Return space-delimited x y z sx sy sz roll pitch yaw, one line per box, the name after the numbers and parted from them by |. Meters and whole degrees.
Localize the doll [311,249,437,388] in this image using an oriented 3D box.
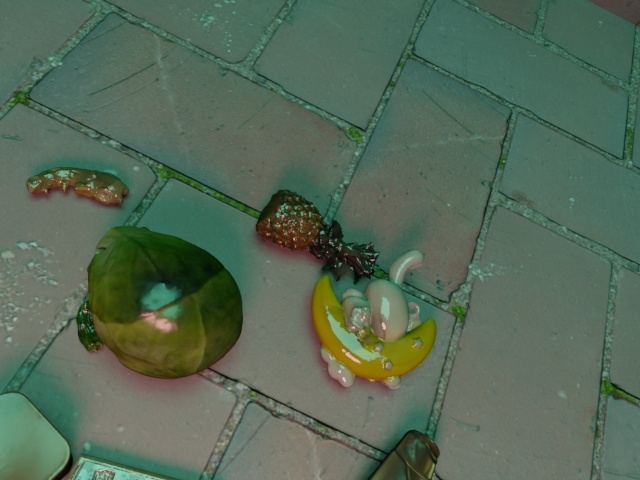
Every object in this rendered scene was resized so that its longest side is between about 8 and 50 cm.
0.103 0.148 1.041 0.237 0.111 0.252 -7 72 -9 | doll

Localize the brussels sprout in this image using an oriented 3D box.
-0.261 0.093 0.910 0.271 0.210 0.219 39 52 24 | brussels sprout

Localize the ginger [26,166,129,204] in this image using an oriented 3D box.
-0.448 -0.105 1.049 0.174 0.051 0.069 3 55 -10 | ginger

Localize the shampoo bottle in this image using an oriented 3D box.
0.087 0.461 0.877 0.126 0.084 0.350 36 57 6 | shampoo bottle

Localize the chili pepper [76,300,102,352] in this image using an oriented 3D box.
-0.387 0.146 0.940 0.030 0.034 0.091 10 52 -51 | chili pepper

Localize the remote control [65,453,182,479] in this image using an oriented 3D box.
-0.264 0.393 0.832 0.234 0.038 0.098 18 57 -6 | remote control

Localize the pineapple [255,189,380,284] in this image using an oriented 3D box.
0.000 0.000 1.104 0.251 0.125 0.125 29 57 -12 | pineapple

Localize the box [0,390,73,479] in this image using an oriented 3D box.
-0.459 0.326 0.776 0.144 0.090 0.201 41 59 8 | box
